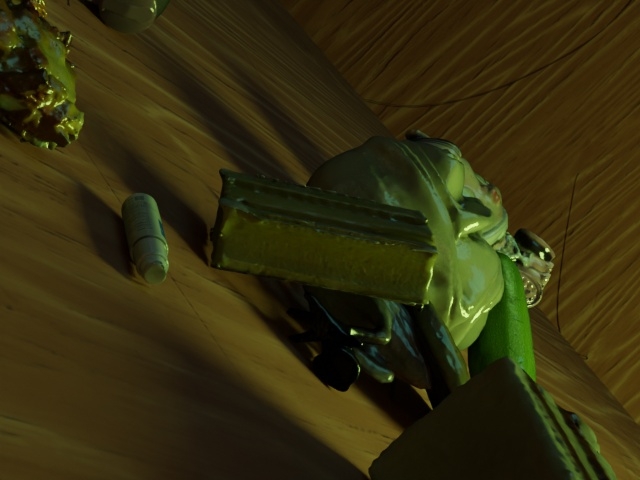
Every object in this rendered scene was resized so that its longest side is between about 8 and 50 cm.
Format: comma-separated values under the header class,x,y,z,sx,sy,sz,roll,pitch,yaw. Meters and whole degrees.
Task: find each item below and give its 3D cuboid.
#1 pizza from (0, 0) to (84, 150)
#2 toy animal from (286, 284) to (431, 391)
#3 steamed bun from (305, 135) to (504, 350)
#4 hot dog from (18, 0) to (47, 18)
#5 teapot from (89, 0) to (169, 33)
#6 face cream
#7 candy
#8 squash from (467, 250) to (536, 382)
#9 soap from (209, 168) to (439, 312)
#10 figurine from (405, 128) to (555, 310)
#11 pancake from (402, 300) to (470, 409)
class,x,y,z,sx,sy,sz,roll,pitch,yaw
pizza,-0.275,-0.169,1.171,0.229,0.081,0.289,51,9,19
toy animal,0.026,0.064,1.487,0.195,0.090,0.324,35,15,-26
steamed bun,0.143,-0.010,1.891,0.324,0.219,0.310,48,10,8
hot dog,-0.316,-0.249,1.391,0.072,0.055,0.188,44,9,-26
teapot,-0.271,-0.356,1.849,0.148,0.116,0.146,46,19,-26
face cream,-0.150,0.000,1.161,0.034,0.034,0.130,42,10,-27
candy,0.160,0.243,1.084,0.135,0.179,0.321,42,10,-20
squash,0.267,0.150,2.000,0.101,0.101,0.379,42,27,-26
soap,0.000,-0.002,1.396,0.233,0.076,0.135,13,18,-9
figurine,0.225,-0.008,2.267,0.361,0.211,0.253,48,12,-5
pancake,0.143,0.151,1.546,0.236,0.042,0.222,93,-27,-77
